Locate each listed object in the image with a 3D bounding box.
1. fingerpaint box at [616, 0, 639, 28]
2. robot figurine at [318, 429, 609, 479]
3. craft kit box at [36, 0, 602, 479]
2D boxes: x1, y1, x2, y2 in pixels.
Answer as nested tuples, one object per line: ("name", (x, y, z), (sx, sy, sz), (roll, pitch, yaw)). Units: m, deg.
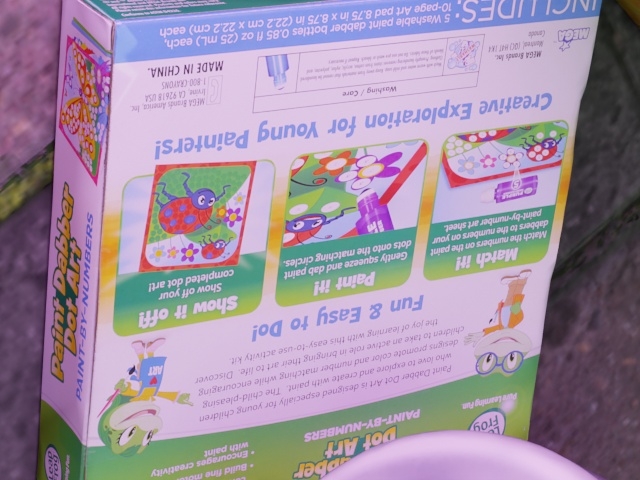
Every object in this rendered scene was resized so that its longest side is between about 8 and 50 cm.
("fingerpaint box", (0.300, -0.220, 0.885), (0.371, 0.163, 0.445), (-52, 131, -1))
("robot figurine", (0.087, 0.200, 0.902), (0.353, 0.300, 0.199), (31, 58, -65))
("craft kit box", (0.000, 0.000, 0.870), (0.250, 0.061, 0.246), (-8, 116, -31))
